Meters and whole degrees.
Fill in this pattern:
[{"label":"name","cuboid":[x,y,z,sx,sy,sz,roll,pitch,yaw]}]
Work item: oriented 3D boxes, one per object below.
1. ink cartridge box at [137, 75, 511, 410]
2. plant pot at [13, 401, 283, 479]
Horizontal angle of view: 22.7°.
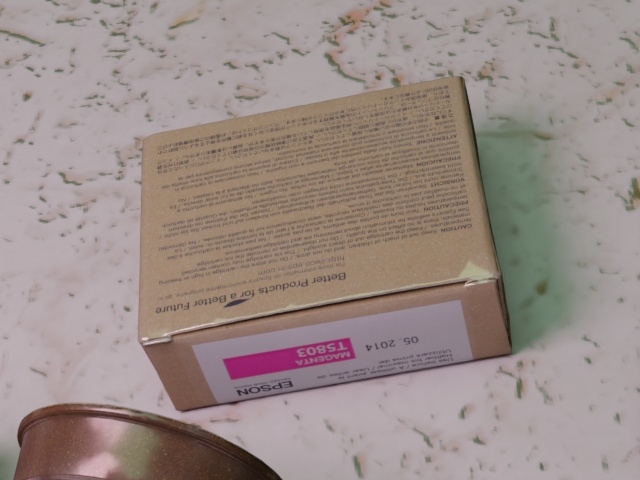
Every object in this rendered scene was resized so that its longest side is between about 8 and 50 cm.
[{"label":"ink cartridge box","cuboid":[0.000,0.000,1.078,0.235,0.088,0.193,-10,48,7]},{"label":"plant pot","cuboid":[-0.115,0.201,0.889,0.167,0.167,0.165,4,57,19]}]
